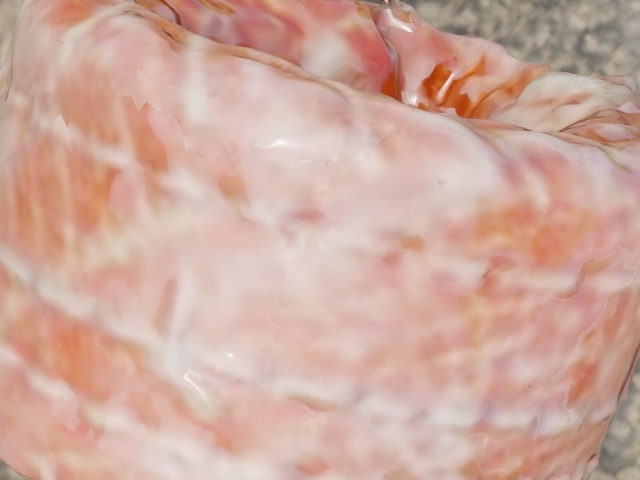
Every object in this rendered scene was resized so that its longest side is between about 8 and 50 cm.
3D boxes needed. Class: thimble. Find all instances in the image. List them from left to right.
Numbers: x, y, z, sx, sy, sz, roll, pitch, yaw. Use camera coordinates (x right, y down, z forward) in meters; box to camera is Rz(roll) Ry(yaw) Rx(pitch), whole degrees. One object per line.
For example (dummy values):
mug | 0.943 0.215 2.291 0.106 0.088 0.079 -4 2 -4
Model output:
thimble | 0.000 0.000 0.544 0.239 0.162 0.239 14 17 -4
